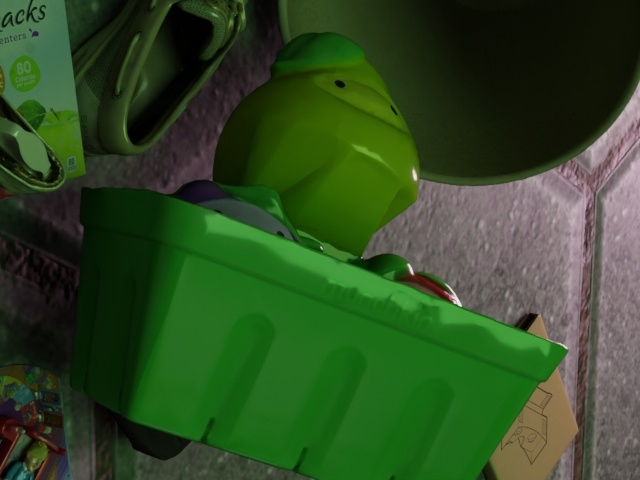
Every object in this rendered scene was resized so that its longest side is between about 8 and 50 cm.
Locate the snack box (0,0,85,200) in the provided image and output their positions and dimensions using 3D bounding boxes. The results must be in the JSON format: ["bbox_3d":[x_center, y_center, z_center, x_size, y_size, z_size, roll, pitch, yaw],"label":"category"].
[{"bbox_3d":[-0.269,-0.130,1.140,0.174,0.070,0.207,-23,113,-44],"label":"snack box"}]

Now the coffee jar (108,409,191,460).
[{"bbox_3d":[-0.114,0.099,1.365,0.184,0.079,0.096,-52,137,-30],"label":"coffee jar"}]

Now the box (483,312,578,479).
[{"bbox_3d":[0.239,0.212,1.856,0.164,0.021,0.201,-48,132,-32],"label":"box"}]

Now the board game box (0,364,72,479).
[{"bbox_3d":[-0.247,0.187,1.264,0.133,0.033,0.168,-22,114,-46],"label":"board game box"}]

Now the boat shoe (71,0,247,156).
[{"bbox_3d":[-0.107,-0.187,1.296,0.302,0.098,0.109,-56,134,-25],"label":"boat shoe"}]

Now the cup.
[{"bbox_3d":[0.146,-0.250,1.457,0.237,0.331,0.331,-68,147,-56],"label":"cup"}]

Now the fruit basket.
[{"bbox_3d":[0.000,0.000,1.266,0.392,0.283,0.392,-2,95,-24],"label":"fruit basket"}]

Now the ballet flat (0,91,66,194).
[{"bbox_3d":[-0.236,-0.091,1.091,0.168,0.052,0.057,47,65,-43],"label":"ballet flat"}]
